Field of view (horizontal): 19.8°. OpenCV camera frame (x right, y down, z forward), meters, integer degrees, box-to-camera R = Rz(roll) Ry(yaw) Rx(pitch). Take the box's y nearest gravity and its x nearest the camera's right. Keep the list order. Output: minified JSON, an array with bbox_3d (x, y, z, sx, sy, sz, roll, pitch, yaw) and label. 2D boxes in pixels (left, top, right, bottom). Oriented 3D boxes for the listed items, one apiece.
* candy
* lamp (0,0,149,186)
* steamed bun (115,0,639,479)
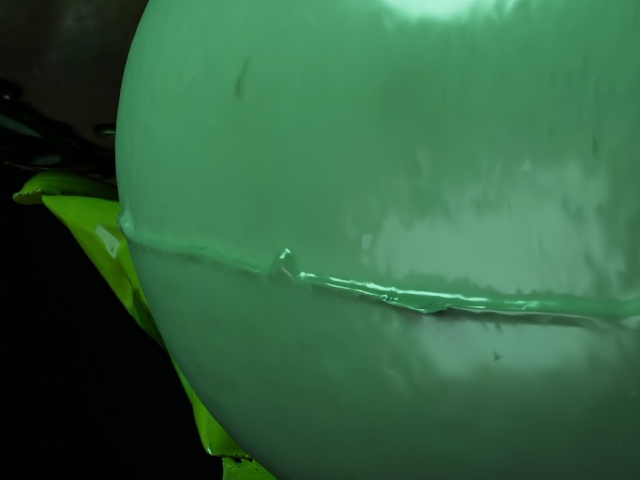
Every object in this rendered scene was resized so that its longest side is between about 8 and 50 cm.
[{"bbox_3d":[-0.018,0.044,0.846,0.297,0.187,0.081,45,117,49],"label":"candy"},{"bbox_3d":[-0.133,-0.159,0.951,0.305,0.305,0.239,-8,66,57],"label":"lamp"},{"bbox_3d":[0.108,-0.026,0.647,0.374,0.334,0.334,11,126,41],"label":"steamed bun"}]
